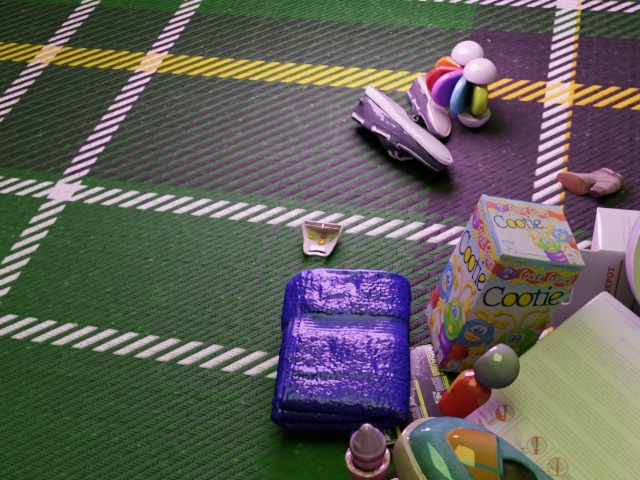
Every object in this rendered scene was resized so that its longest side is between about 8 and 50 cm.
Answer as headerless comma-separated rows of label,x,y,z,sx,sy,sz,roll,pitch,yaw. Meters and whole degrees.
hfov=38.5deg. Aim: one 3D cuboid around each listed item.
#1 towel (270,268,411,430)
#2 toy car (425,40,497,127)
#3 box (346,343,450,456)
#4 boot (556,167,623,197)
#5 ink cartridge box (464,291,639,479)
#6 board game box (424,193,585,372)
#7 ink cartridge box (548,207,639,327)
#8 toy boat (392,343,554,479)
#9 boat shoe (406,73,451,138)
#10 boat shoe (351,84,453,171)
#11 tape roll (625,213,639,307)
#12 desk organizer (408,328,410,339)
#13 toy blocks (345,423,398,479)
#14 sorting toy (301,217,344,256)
towel,0.037,0.171,1.534,0.227,0.076,0.308,-3,45,8
toy car,0.309,-0.348,2.059,0.136,0.159,0.182,-7,43,-12
box,0.127,0.265,1.518,0.184,0.045,0.191,-8,42,-5
boot,0.561,-0.127,1.895,0.118,0.042,0.087,32,49,32
ink cartridge box,0.400,0.295,1.374,0.385,0.091,0.308,-37,50,-8
board game box,0.293,0.081,1.503,0.144,0.275,0.142,8,41,-14
ink cartridge box,0.566,0.061,1.566,0.353,0.207,0.119,6,43,11
toy boat,0.225,0.280,1.258,0.267,0.148,0.318,31,31,-16
boat shoe,0.244,-0.295,2.106,0.065,0.075,0.206,-39,41,28
boat shoe,0.175,-0.225,2.005,0.114,0.091,0.302,20,23,-42
tape roll,0.617,0.035,1.395,0.286,0.286,0.100,6,6,12
desk organizer,0.092,0.150,1.641,0.130,0.047,0.050,-6,41,0
toy blocks,0.028,0.412,1.213,0.288,0.260,0.309,-21,45,-17
sorting toy,0.000,0.000,1.818,0.083,0.045,0.075,8,52,13
